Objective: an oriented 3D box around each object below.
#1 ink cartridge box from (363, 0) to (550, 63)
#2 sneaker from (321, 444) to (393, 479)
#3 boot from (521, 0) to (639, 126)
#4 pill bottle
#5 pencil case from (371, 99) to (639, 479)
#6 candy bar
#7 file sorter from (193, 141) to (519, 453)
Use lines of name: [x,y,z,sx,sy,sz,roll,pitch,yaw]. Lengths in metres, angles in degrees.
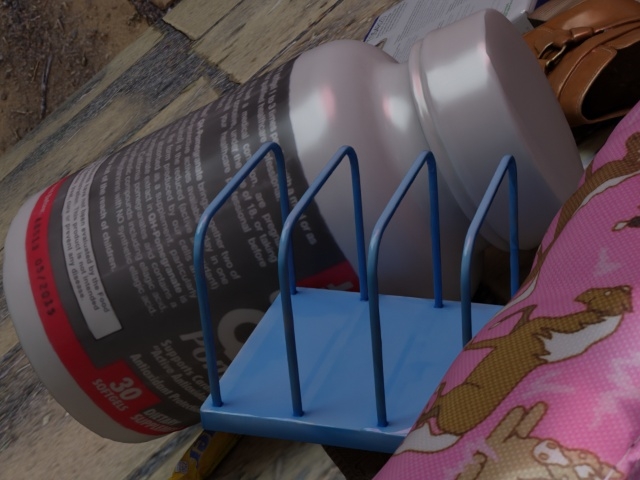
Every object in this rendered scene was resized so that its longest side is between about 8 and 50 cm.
ink cartridge box: [0.116,-0.177,1.116,0.224,0.045,0.223,-27,24,36]
sneaker: [0.041,0.125,0.624,0.042,0.067,0.118,-35,50,11]
boot: [0.136,-0.089,0.851,0.197,0.073,0.152,-44,23,0]
pill bottle: [-0.014,-0.010,0.780,0.318,0.176,0.176,-24,24,23]
pencil case: [0.086,0.091,0.418,0.160,0.167,0.386,21,63,45]
candy bar: [-0.047,0.102,0.861,0.161,0.018,0.040,-52,22,-26]
file sorter: [0.040,0.021,0.603,0.170,0.104,0.118,4,28,18]
